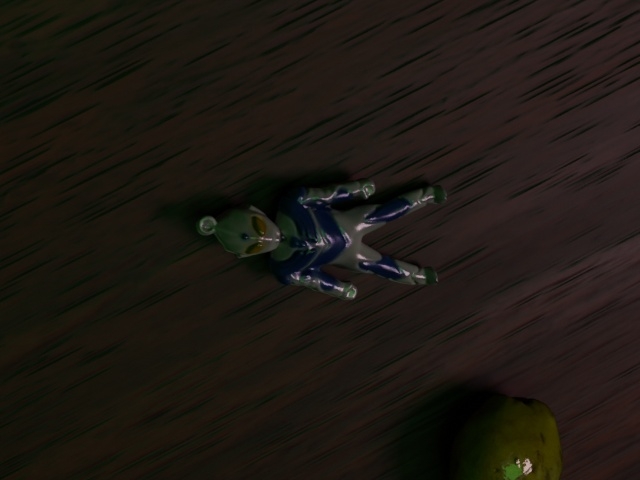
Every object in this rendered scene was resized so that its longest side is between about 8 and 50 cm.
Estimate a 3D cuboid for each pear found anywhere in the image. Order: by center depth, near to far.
[{"bbox_3d":[0.170,0.206,1.562,0.107,0.107,0.131,17,93,-19],"label":"pear"}]

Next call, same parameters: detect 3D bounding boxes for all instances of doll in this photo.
[{"bbox_3d":[0.000,0.000,1.481,0.227,0.057,0.114,1,109,-18],"label":"doll"}]
